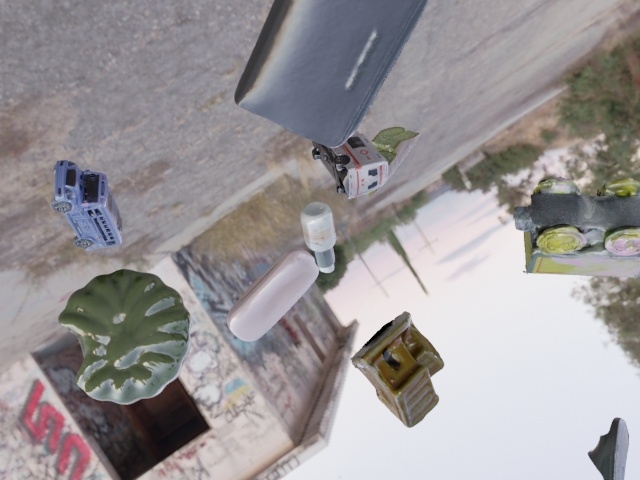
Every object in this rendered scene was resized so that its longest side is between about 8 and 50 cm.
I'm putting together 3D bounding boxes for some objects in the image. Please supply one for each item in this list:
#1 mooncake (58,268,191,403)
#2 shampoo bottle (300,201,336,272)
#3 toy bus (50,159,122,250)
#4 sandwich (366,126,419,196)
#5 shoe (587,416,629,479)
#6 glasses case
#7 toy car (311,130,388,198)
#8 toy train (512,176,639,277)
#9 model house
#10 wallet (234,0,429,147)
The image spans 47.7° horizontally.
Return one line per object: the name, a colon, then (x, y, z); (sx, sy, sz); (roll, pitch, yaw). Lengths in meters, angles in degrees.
mooncake: (-0.499, 0.250, 1.899); (0.351, 0.351, 0.187); (-33, 175, -16)
shampoo bottle: (0.000, 0.000, 1.686); (0.074, 0.192, 0.074); (-5, -139, 4)
toy bus: (-0.611, -0.091, 1.911); (0.133, 0.125, 0.292); (-6, 151, -4)
sandwich: (0.183, -0.247, 2.104); (0.244, 0.090, 0.088); (-53, 152, -6)
shoe: (0.750, 0.585, 1.912); (0.093, 0.241, 0.108); (0, 168, 41)
glasses case: (-0.128, 0.145, 1.949); (0.297, 0.113, 0.075); (-46, -152, -2)
toy car: (0.055, -0.185, 1.537); (0.108, 0.209, 0.089); (-21, 137, -14)
toy train: (0.468, -0.017, 1.279); (0.261, 0.134, 0.177); (2, 147, 6)
model house: (0.221, 0.323, 1.825); (0.268, 0.239, 0.173); (-36, 175, -33)
wallet: (0.013, -0.214, 0.766); (0.250, 0.149, 0.044); (-57, -166, 38)
